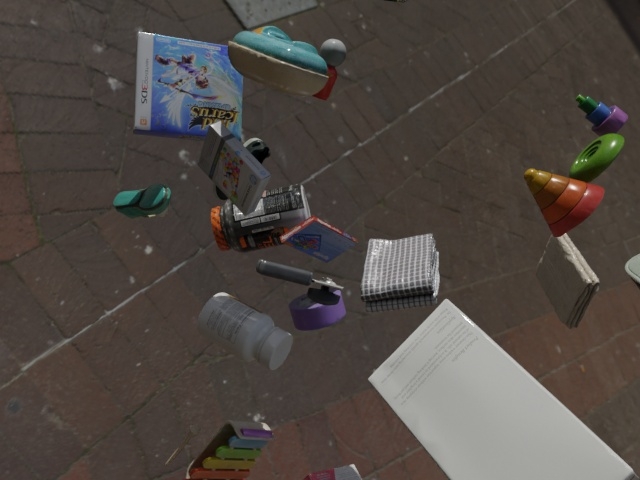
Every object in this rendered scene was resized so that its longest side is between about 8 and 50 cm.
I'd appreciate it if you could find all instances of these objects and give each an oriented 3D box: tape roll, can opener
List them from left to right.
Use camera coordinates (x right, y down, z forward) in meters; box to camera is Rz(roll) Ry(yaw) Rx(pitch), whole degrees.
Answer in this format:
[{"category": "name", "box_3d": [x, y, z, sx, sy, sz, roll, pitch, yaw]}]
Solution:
[{"category": "can opener", "box_3d": [-0.062, 0.133, 1.699, 0.283, 0.076, 0.095, 15, 89, -20]}, {"category": "tape roll", "box_3d": [-0.011, 0.238, 1.948, 0.189, 0.189, 0.080, -28, 107, -43]}]

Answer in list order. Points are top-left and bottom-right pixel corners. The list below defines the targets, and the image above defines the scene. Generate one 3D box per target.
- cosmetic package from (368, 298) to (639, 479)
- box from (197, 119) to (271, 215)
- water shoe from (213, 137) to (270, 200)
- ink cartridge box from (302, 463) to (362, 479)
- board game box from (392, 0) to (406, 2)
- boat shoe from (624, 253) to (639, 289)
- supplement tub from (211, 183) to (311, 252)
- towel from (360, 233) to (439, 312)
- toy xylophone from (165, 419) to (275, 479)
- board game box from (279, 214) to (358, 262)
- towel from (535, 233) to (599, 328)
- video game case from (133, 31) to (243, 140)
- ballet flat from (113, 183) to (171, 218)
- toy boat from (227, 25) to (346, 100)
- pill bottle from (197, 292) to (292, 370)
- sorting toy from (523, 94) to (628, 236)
[{"category": "cosmetic package", "box_3d": [0.288, 0.308, 0.932, 0.385, 0.217, 0.156, 48, 7, 37]}, {"category": "box", "box_3d": [-0.209, -0.169, 1.334, 0.186, 0.145, 0.038, 46, 50, 10]}, {"category": "water shoe", "box_3d": [-0.216, -0.187, 1.516, 0.073, 0.203, 0.080, 30, 8, -43]}, {"category": "ink cartridge box", "box_3d": [0.067, 0.790, 1.553, 0.207, 0.117, 0.283, 15, 33, -47]}, {"category": "board game box", "box_3d": [0.176, -0.604, 1.330, 0.260, 0.136, 0.030, -48, 145, -50]}, {"category": "boat shoe", "box_3d": [0.868, 0.130, 1.394, 0.091, 0.114, 0.302, 46, 25, -13]}, {"category": "supplement tub", "box_3d": [-0.208, -0.073, 2.015, 0.338, 0.207, 0.207, -12, 71, 3]}, {"category": "towel", "box_3d": [0.255, 0.093, 1.789, 0.284, 0.235, 0.121, -76, 148, -51]}, {"category": "toy xylophone", "box_3d": [-0.281, 0.595, 1.530, 0.236, 0.323, 0.081, 10, 35, -32]}, {"category": "board game box", "box_3d": [0.000, 0.000, 1.929, 0.281, 0.145, 0.027, 27, 36, -53]}, {"category": "towel", "box_3d": [0.736, 0.110, 1.680, 0.049, 0.187, 0.282, 5, 36, -6]}, {"category": "video game case", "box_3d": [-0.334, -0.384, 1.432, 0.269, 0.061, 0.244, 2, 88, -21]}, {"category": "ballet flat", "box_3d": [-0.454, -0.099, 1.498, 0.087, 0.247, 0.083, 38, 61, -42]}, {"category": "toy boat", "box_3d": [-0.059, -0.425, 1.311, 0.267, 0.148, 0.318, 30, 21, 32]}, {"category": "pill bottle", "box_3d": [-0.193, 0.238, 1.451, 0.229, 0.131, 0.131, 24, 43, 23]}, {"category": "sorting toy", "box_3d": [0.492, -0.172, 1.094, 0.126, 0.127, 0.365, 38, 59, -1]}]
